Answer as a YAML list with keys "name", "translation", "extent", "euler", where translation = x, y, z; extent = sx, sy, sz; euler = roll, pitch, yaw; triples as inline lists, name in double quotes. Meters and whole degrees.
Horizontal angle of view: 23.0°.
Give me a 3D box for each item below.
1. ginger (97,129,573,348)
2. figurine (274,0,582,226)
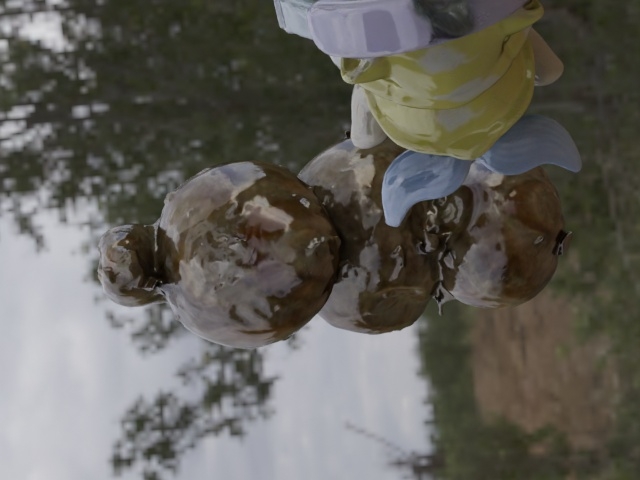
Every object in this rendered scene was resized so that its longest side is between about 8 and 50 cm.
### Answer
- name: "ginger"
  translation: [0.000, 0.000, 1.297]
  extent: [0.256, 0.375, 0.176]
  euler: [-171, 76, -67]
- name: "figurine"
  translation: [0.047, -0.101, 0.679]
  extent: [0.184, 0.128, 0.208]
  euler: [-94, -16, -62]
